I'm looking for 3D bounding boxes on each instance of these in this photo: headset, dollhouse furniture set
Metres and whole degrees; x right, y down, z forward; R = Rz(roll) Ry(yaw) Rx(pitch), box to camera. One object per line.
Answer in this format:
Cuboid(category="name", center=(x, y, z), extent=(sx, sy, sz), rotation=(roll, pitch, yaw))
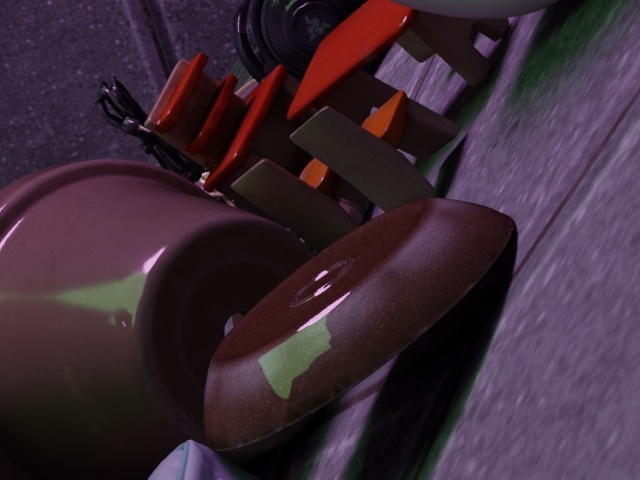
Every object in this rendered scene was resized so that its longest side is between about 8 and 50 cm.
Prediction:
Cuboid(category="headset", center=(-0.030, -0.223, 1.892), extent=(0.394, 0.185, 0.243), rotation=(-51, 7, -6))
Cuboid(category="dollhouse furniture set", center=(0.002, -0.117, 1.364), extent=(0.259, 0.135, 0.262), rotation=(-36, 24, 49))

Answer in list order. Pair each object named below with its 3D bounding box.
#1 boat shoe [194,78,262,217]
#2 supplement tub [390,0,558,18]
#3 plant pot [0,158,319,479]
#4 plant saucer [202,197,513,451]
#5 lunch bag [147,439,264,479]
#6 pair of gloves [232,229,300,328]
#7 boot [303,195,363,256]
Cuboid(category="boat shoe", center=(-0.100, -0.048, 2.007), extent=(0.097, 0.116, 0.324), rotation=(-57, 3, 48))
Cuboid(category="supplement tub", center=(0.107, -0.322, 1.177), extent=(0.325, 0.235, 0.235), rotation=(-66, 9, -28))
Cuboid(category="plant pot", center=(-0.103, 0.066, 1.309), extent=(0.229, 0.263, 0.263), rotation=(-10, 50, 56))
Cuboid(category="plant saucer", center=(0.010, 0.034, 1.031), extent=(0.198, 0.036, 0.198), rotation=(-37, 9, 7))
Cuboid(category="lunch bag", center=(-0.085, 0.237, 0.967), extent=(0.224, 0.108, 0.279), rotation=(-54, 11, 21))
Cuboid(category="pair of gloves", center=(-0.042, 0.027, 1.583), extent=(0.198, 0.023, 0.159), rotation=(-66, -6, -49))
Cuboid(category="boot", center=(0.000, 0.000, 1.476), extent=(0.118, 0.042, 0.087), rotation=(122, 166, -56))
